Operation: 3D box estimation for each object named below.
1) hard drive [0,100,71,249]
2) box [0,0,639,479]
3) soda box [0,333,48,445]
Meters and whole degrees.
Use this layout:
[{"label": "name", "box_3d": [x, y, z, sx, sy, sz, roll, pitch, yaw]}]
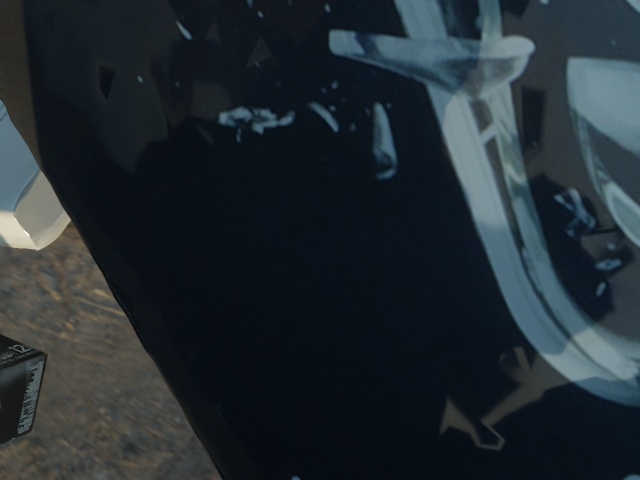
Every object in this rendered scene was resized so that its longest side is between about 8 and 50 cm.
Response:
[{"label": "hard drive", "box_3d": [-0.227, -0.087, 0.952, 0.203, 0.307, 0.040, -57, 132, -30]}, {"label": "box", "box_3d": [0.156, -0.097, 0.597, 0.297, 0.480, 0.472, -16, 71, -54]}, {"label": "soda box", "box_3d": [-0.224, 0.093, 0.821, 0.169, 0.060, 0.053, -18, 124, -61]}]
